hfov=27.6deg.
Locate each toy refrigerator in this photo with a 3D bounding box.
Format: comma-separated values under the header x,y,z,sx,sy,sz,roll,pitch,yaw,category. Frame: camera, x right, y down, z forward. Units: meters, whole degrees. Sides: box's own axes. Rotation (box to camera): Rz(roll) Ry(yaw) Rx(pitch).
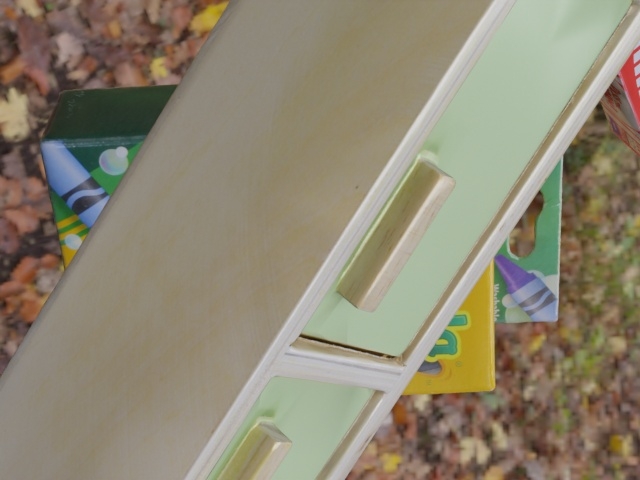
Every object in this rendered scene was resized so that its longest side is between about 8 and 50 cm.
x,y,z,sx,sy,sz,roll,pitch,yaw,category
0.000,-0.003,0.442,0.269,0.094,0.102,-56,149,9,toy refrigerator

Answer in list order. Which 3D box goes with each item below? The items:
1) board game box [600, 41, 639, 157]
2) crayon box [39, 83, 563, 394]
x,y,z,sx,sy,sz,roll,pitch,yaw,category
0.233,-0.145,0.719,0.193,0.045,0.147,-40,146,3,board game box
0.000,0.000,0.839,0.083,0.322,0.203,-90,176,-59,crayon box
